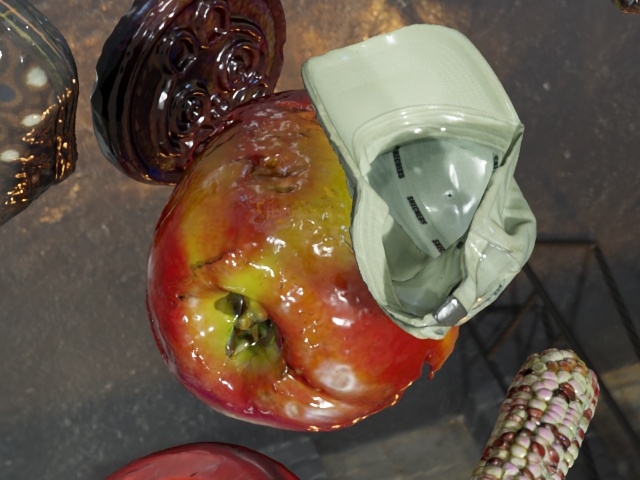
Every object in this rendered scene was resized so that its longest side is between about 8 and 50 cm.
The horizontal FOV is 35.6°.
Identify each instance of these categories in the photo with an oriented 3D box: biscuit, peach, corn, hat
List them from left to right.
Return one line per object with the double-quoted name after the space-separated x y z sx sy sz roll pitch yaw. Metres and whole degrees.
-0.201 -0.269 1.653 0.407 0.091 0.407 -40 150 -28 "biscuit"
0.000 0.000 1.122 0.339 0.353 0.416 -23 -169 37 "peach"
0.044 -0.031 0.495 0.122 0.166 0.081 -23 161 -24 "hat"
0.207 0.223 1.013 0.280 0.092 0.092 -54 161 -36 "corn"

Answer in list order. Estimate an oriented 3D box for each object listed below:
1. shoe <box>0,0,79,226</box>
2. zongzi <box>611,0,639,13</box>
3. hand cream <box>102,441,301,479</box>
-0.450 -0.152 1.325 0.237 0.171 0.384 -43 171 -26 "shoe"
0.493 -0.355 1.175 0.317 0.154 0.289 24 123 -40 "zongzi"
-0.063 0.240 0.564 0.230 0.230 0.149 -31 132 7 "hand cream"
